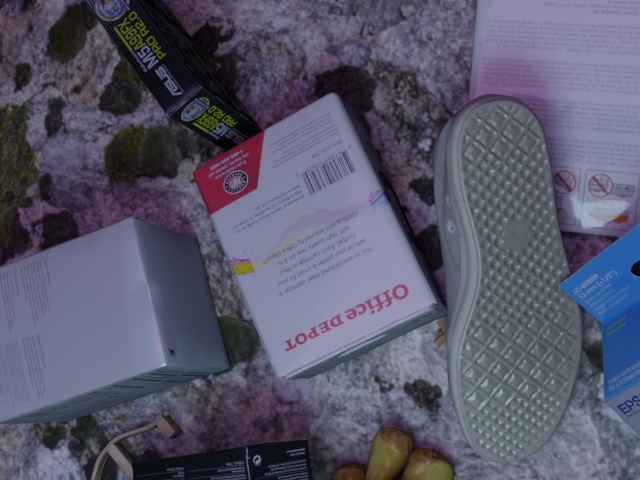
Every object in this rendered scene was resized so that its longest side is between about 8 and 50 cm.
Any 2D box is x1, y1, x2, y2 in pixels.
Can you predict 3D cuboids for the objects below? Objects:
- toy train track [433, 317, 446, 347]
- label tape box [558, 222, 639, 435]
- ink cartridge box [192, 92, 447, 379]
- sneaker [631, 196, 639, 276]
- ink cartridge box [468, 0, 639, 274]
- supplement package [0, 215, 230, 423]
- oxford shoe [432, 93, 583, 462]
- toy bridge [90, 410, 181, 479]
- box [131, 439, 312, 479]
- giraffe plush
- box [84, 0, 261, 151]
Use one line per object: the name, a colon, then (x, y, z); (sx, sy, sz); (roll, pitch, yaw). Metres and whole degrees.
toy train track: (0.178, 0.106, 1.287); (0.083, 0.014, 0.048); (-42, 105, -1)
label tape box: (0.435, 0.132, 1.040); (0.347, 0.115, 0.249); (43, 135, 0)
ink cartridge box: (0.000, 0.000, 1.302); (0.226, 0.131, 0.306); (-26, 76, 12)
sneaker: (0.407, 0.058, 1.193); (0.098, 0.083, 0.224); (24, 110, 49)
ink cartridge box: (0.342, -0.147, 1.257); (0.308, 0.091, 0.385); (7, 101, 18)
supplement package: (-0.297, 0.115, 1.345); (0.262, 0.198, 0.199); (-20, 76, 15)
oxford shoe: (0.217, 0.047, 1.217); (0.169, 0.130, 0.449); (-8, 99, -10)
toy bridge: (-0.274, 0.307, 1.401); (0.063, 0.026, 0.188); (44, 96, 20)
box: (-0.121, 0.354, 1.245); (0.261, 0.103, 0.184); (-19, 72, 47)
giraffe plush: (0.067, 0.343, 1.207); (0.181, 0.170, 0.210); (32, 92, 19)
box: (-0.211, -0.255, 1.363); (0.060, 0.216, 0.270); (-39, 73, 8)
